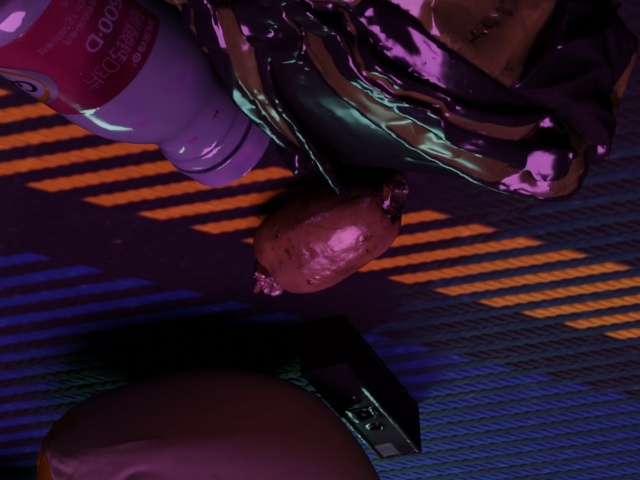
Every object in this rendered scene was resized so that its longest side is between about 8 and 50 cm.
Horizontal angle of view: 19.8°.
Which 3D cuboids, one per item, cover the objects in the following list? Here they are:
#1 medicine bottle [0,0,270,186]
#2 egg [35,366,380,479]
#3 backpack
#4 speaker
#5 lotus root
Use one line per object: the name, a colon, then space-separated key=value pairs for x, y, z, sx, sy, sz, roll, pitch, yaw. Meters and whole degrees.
medicine bottle: x=-0.114 y=-0.103 z=1.025 sx=0.090 sy=0.090 sz=0.216 roll=-20 pitch=146 yaw=27
egg: x=-0.074 y=0.261 z=1.436 sx=0.283 sy=0.345 sz=0.283 roll=-27 pitch=180 yaw=0
backpack: x=0.034 y=-0.107 z=0.950 sx=0.207 sy=0.140 sz=0.253 roll=3 pitch=162 yaw=41
speaker: x=0.034 y=0.123 z=1.486 sx=0.040 sy=0.046 sz=0.191 roll=-12 pitch=149 yaw=17
lotus root: x=0.000 y=0.000 z=1.250 sx=0.072 sy=0.063 sz=0.152 roll=11 pitch=145 yaw=-42
